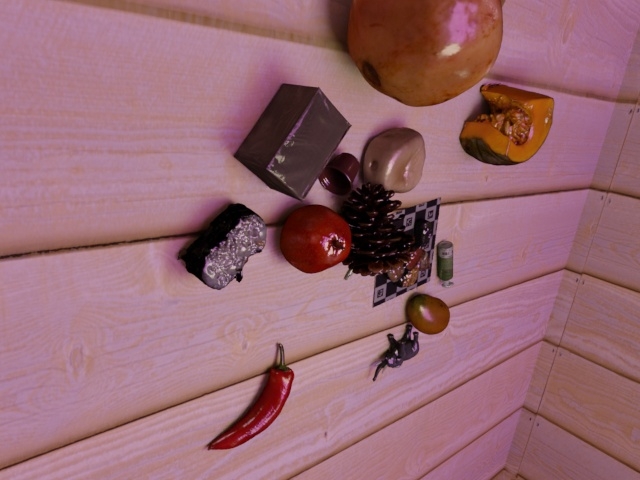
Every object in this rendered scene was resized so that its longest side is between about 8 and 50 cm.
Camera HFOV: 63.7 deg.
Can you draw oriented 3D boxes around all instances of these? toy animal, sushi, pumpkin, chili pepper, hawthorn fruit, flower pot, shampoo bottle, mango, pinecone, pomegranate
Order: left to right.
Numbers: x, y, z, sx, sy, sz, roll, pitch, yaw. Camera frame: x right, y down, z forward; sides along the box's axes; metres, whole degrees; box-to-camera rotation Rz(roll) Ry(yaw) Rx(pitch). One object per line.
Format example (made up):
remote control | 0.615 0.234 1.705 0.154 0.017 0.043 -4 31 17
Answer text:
sushi | -0.225 0.016 1.259 0.212 0.115 0.147 -53 133 -10
chili pepper | -0.178 0.498 1.557 0.137 0.092 0.368 43 74 -35
hawthorn fruit | 0.000 0.000 1.395 0.197 0.226 0.196 -8 104 -34
flower pot | 0.060 -0.196 1.463 0.089 0.111 0.111 -57 139 -32
pinecone | 0.162 -0.035 1.531 0.247 0.246 0.291 -24 120 -36
toy animal | 0.295 0.427 1.992 0.270 0.082 0.137 -26 124 -35
sushi | 0.339 0.051 1.872 0.343 0.064 0.358 -18 120 -39
mango | 0.422 0.292 2.029 0.221 0.121 0.151 20 84 -41
pomegranate | 0.270 -0.540 1.289 0.412 0.412 0.410 -21 122 -37
shampoo bottle | 0.502 0.101 2.057 0.065 0.065 0.204 -31 128 -31
pumpkin | 0.680 -0.417 1.885 0.257 0.225 0.303 15 103 -43

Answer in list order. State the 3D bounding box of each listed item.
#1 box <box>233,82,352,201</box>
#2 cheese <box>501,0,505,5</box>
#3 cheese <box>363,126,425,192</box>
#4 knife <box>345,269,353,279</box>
box | -0.068 -0.244 1.265 0.149 0.155 0.231 40 81 -44
cheese | 0.482 -0.771 1.587 0.316 0.128 0.259 -47 143 -9
cheese | 0.237 -0.237 1.596 0.235 0.117 0.218 -47 137 -13
knife | 0.138 0.046 1.708 0.207 0.014 0.030 -55 137 -12
